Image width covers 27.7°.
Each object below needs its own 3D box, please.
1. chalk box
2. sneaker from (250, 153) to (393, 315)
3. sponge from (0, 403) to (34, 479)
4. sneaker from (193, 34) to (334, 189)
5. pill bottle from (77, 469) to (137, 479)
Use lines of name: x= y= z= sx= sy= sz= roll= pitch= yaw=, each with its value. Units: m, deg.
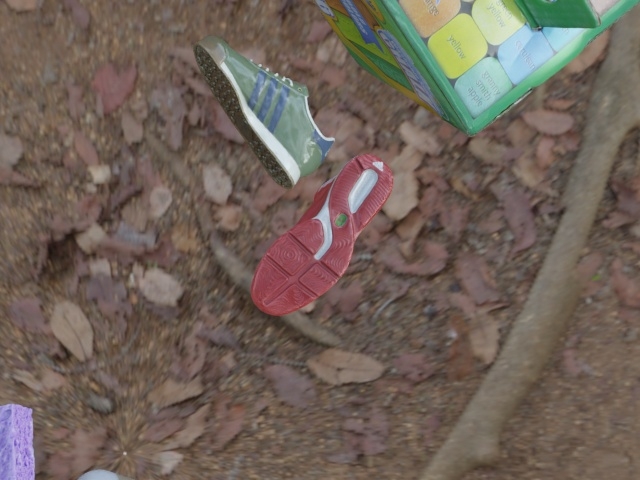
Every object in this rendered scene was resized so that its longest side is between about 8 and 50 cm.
chalk box: x=0.106 y=-0.214 z=0.998 sx=0.179 sy=0.289 sz=0.180 roll=-39 pitch=118 yaw=-3
sneaker: x=0.000 y=0.000 z=1.532 sx=0.087 sy=0.128 sz=0.221 roll=44 pitch=83 yaw=-2
sponge: x=-0.304 y=0.260 z=1.165 sx=0.117 sy=0.031 sz=0.210 roll=-19 pitch=66 yaw=28
sneaker: x=-0.057 y=-0.157 z=1.450 sx=0.086 sy=0.064 sz=0.192 roll=-36 pitch=98 yaw=-21
pill bottle: x=-0.048 y=0.252 z=0.807 sx=0.265 sy=0.153 sz=0.153 roll=22 pitch=78 yaw=-15
